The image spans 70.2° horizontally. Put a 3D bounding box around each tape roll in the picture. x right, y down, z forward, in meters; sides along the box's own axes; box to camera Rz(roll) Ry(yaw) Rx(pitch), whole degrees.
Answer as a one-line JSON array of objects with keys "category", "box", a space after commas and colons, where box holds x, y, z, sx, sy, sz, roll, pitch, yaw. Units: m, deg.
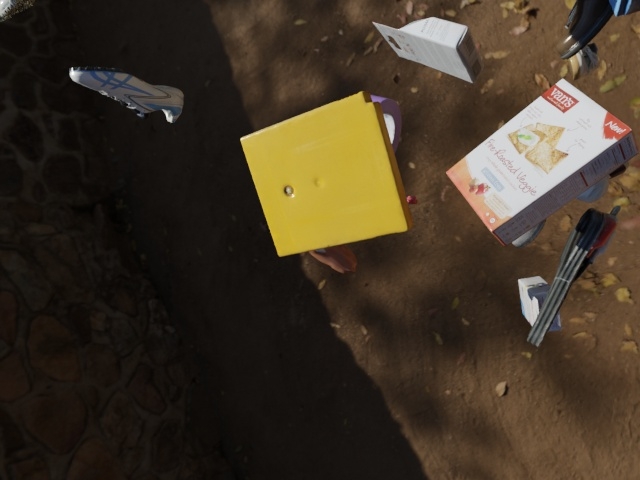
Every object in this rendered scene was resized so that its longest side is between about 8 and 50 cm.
[{"category": "tape roll", "box": [0.174, -0.355, 1.569, 0.090, 0.274, 0.275, 24, 103, 30]}]

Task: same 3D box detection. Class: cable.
[{"category": "cable", "box": [0.459, 0.059, 0.809, 0.072, 0.139, 0.287, 23, 75, 21]}]

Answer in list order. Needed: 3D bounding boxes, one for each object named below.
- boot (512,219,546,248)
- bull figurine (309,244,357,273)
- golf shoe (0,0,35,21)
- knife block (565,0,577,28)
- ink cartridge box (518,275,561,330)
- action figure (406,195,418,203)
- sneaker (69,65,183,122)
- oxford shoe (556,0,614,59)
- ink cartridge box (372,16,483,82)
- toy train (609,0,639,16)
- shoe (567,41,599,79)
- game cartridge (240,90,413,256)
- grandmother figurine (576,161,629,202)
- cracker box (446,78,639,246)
[{"category": "boot", "box": [0.692, -0.138, 1.591, 0.222, 0.118, 0.338, 26, 135, 11]}, {"category": "bull figurine", "box": [0.000, 0.000, 1.524, 0.101, 0.310, 0.188, -42, 27, 10]}, {"category": "golf shoe", "box": [-0.576, -0.441, 0.809, 0.176, 0.069, 0.086, 17, 143, 39]}, {"category": "knife block", "box": [0.829, -0.755, 1.333, 0.088, 0.276, 0.242, 23, 70, 10]}, {"category": "ink cartridge box", "box": [0.571, 0.169, 1.179, 0.061, 0.181, 0.105, -10, 99, 12]}, {"category": "action figure", "box": [0.218, -0.101, 1.143, 0.038, 0.115, 0.030, 8, 92, -6]}, {"category": "sneaker", "box": [-0.406, -0.312, 0.973, 0.085, 0.237, 0.086, 21, 101, 45]}, {"category": "oxford shoe", "box": [0.437, -0.411, 0.730, 0.096, 0.083, 0.227, 23, 112, 1]}, {"category": "ink cartridge box", "box": [0.264, -0.474, 1.097, 0.232, 0.189, 0.066, 38, 103, 28]}, {"category": "toy train", "box": [0.489, -0.389, 0.626, 0.184, 0.080, 0.105, -11, 69, 18]}, {"category": "shoe", "box": [0.579, -0.407, 1.005, 0.058, 0.219, 0.077, -18, 104, 36]}, {"category": "game cartridge", "box": [0.007, -0.127, 0.962, 0.323, 0.052, 0.286, -12, 101, 29]}, {"category": "grandmother figurine", "box": [0.732, -0.208, 1.256, 0.207, 0.342, 0.104, 1, 122, 26]}, {"category": "cracker box", "box": [0.341, -0.124, 0.727, 0.232, 0.067, 0.156, -40, 45, 19]}]
